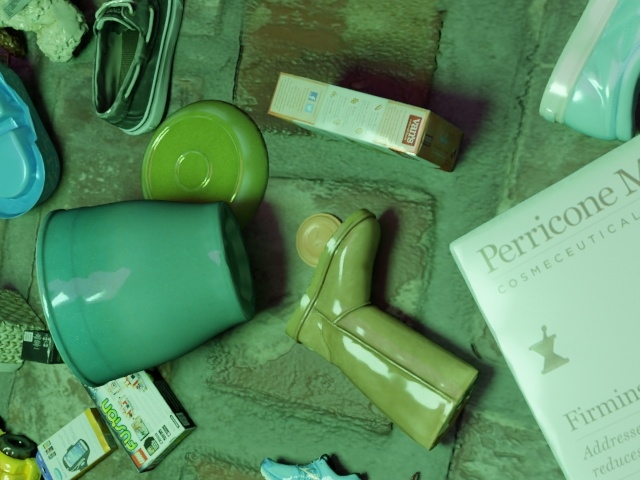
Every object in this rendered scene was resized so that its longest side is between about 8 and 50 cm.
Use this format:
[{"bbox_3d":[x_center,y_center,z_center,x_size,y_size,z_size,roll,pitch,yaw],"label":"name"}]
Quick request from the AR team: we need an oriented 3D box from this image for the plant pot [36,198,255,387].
[{"bbox_3d":[-0.239,0.055,1.349,0.255,0.271,0.271,-14,79,6],"label":"plant pot"}]

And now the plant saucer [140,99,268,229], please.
[{"bbox_3d":[-0.197,-0.110,1.462,0.241,0.037,0.241,-3,84,25],"label":"plant saucer"}]

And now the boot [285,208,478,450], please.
[{"bbox_3d":[0.106,0.119,1.276,0.269,0.089,0.236,34,110,24],"label":"boot"}]

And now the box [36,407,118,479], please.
[{"bbox_3d":[-0.409,0.348,1.520,0.136,0.028,0.081,-37,71,14],"label":"box"}]

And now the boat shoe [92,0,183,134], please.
[{"bbox_3d":[-0.304,-0.344,1.487,0.121,0.119,0.335,-4,82,26],"label":"boat shoe"}]

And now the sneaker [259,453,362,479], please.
[{"bbox_3d":[-0.010,0.343,1.331,0.162,0.063,0.073,14,74,21],"label":"sneaker"}]

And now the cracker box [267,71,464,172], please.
[{"bbox_3d":[0.065,-0.163,1.277,0.232,0.156,0.067,19,93,26],"label":"cracker box"}]

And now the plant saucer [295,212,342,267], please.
[{"bbox_3d":[0.000,0.000,1.372,0.083,0.013,0.083,-3,83,25],"label":"plant saucer"}]

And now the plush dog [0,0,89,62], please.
[{"bbox_3d":[-0.528,-0.442,1.581,0.225,0.211,0.262,0,85,49],"label":"plush dog"}]

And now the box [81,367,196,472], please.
[{"bbox_3d":[-0.302,0.256,1.478,0.114,0.036,0.207,-45,69,15],"label":"box"}]

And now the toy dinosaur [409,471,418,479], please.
[{"bbox_3d":[0.119,0.382,1.268,0.090,0.047,0.082,-34,90,8],"label":"toy dinosaur"}]

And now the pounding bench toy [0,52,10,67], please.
[{"bbox_3d":[-0.621,-0.321,1.665,0.083,0.065,0.052,2,87,26],"label":"pounding bench toy"}]

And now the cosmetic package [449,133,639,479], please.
[{"bbox_3d":[0.405,0.109,0.999,0.329,0.327,0.393,-32,72,20],"label":"cosmetic package"}]

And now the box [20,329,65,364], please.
[{"bbox_3d":[-0.446,0.177,1.527,0.062,0.083,0.052,5,86,26],"label":"box"}]

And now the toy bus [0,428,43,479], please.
[{"bbox_3d":[-0.609,0.379,1.517,0.220,0.211,0.149,27,95,23],"label":"toy bus"}]

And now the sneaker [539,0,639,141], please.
[{"bbox_3d":[0.422,-0.293,1.147,0.150,0.135,0.366,29,106,17],"label":"sneaker"}]

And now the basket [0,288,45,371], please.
[{"bbox_3d":[-0.564,0.146,1.543,0.103,0.167,0.113,-48,68,9],"label":"basket"}]

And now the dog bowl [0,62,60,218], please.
[{"bbox_3d":[-0.558,-0.182,1.586,0.166,0.074,0.297,-27,88,20],"label":"dog bowl"}]
